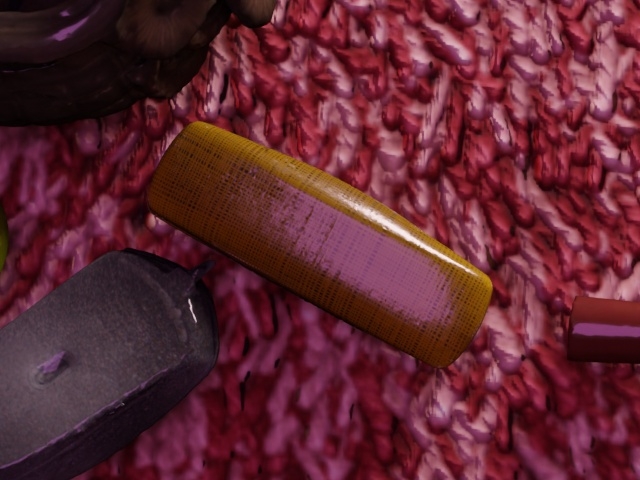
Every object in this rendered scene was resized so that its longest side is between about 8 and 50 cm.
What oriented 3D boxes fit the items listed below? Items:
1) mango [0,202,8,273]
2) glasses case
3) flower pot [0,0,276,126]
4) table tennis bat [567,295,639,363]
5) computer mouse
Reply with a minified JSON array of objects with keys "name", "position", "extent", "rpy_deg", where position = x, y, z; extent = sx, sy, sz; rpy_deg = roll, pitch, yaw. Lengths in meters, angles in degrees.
[{"name":"mango","position":[-0.349,0.000,1.271],"extent":[0.293,0.143,0.175],"rpy_deg":[8,74,-5]},{"name":"glasses case","position":[0.000,0.000,1.280],"extent":[0.234,0.064,0.079],"rpy_deg":[28,84,8]},{"name":"flower pot","position":[-0.173,-0.218,1.259],"extent":[0.301,0.213,0.302],"rpy_deg":[-1,79,5]},{"name":"table tennis bat","position":[0.311,0.067,1.245],"extent":[0.310,0.038,0.200],"rpy_deg":[4,65,11]},{"name":"computer mouse","position":[-0.158,0.088,1.275],"extent":[0.229,0.068,0.113],"rpy_deg":[-34,66,-14]}]
